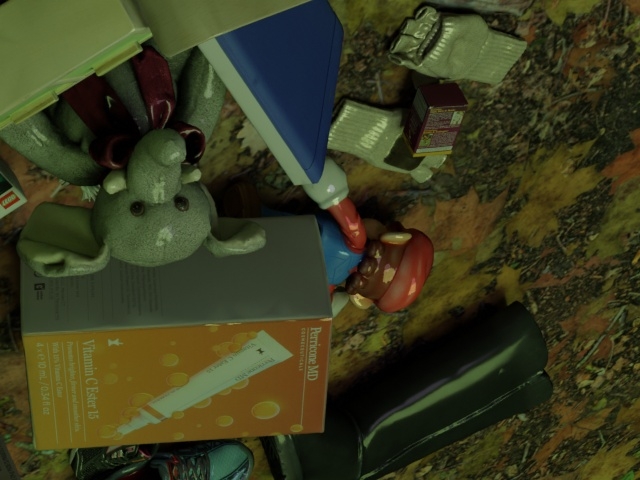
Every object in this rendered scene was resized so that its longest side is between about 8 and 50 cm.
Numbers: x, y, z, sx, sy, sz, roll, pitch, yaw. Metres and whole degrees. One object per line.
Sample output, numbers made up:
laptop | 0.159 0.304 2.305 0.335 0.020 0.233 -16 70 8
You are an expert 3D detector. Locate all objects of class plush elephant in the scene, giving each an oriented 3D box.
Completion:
plush elephant | -0.192 -0.089 1.671 0.272 0.255 0.330 -16 141 -23

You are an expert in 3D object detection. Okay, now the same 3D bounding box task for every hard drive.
hard drive | -0.055 -0.227 1.675 0.040 0.210 0.318 -3 151 21

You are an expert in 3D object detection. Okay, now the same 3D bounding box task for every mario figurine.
mario figurine | 0.000 0.000 2.079 0.321 0.170 0.198 12 162 -32

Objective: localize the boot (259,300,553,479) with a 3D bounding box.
boot | 0.126 0.221 2.369 0.445 0.146 0.367 -23 153 -7

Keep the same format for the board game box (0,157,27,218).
board game box | -0.483 -0.022 1.700 0.305 0.053 0.193 -34 144 0

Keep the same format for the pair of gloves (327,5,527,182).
pair of gloves | 0.131 -0.178 2.001 0.204 0.042 0.240 16 121 -46

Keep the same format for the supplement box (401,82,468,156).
supplement box | 0.138 -0.146 1.973 0.055 0.043 0.083 -5 138 -22

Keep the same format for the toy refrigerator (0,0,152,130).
toy refrigerator | -0.281 -0.164 1.517 0.269 0.094 0.102 -30 -178 16

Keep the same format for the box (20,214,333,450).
box | -0.169 0.108 1.903 0.345 0.168 0.215 -3 136 -7

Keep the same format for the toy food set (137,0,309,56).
toy food set | -0.062 -0.317 1.515 0.306 0.219 0.092 -26 -174 -32

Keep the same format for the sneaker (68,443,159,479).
sneaker | -0.263 0.273 2.196 0.178 0.077 0.072 -43 142 15

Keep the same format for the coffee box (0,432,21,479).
coffee box | -0.517 0.338 1.999 0.297 0.168 0.119 -21 143 -17

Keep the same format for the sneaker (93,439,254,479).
sneaker | -0.206 0.342 2.266 0.262 0.104 0.125 -18 165 -20

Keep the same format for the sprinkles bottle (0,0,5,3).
sprinkles bottle | -0.375 -0.232 1.478 0.355 0.121 0.121 -31 144 -4
